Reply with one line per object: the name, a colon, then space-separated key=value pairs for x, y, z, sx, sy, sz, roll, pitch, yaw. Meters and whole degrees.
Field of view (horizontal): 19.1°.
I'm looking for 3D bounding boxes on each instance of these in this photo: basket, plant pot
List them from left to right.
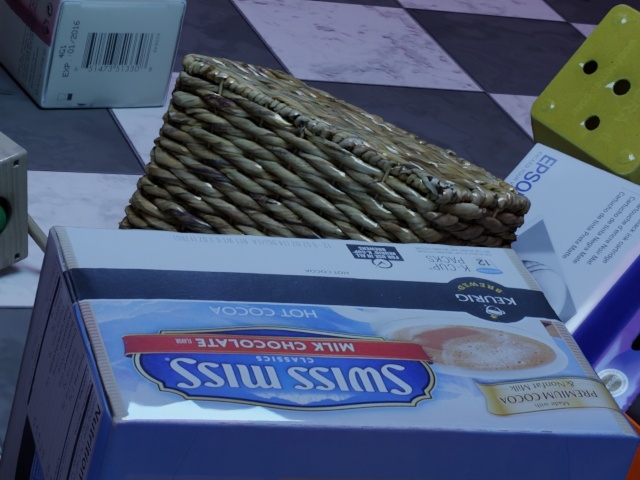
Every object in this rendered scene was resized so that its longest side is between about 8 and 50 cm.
basket: x=0.000 y=0.000 z=1.634 sx=0.299 sy=0.223 sz=0.213 roll=28 pitch=12 yaw=28
plant pot: x=0.331 y=-0.109 z=1.879 sx=0.212 sy=0.212 sz=0.187 roll=40 pitch=0 yaw=41

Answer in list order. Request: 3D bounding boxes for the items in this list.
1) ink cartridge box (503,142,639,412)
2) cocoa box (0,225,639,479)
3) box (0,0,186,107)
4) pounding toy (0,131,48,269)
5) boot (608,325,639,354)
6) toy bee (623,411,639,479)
ink cartridge box: x=0.220 y=0.033 z=1.672 sx=0.224 sy=0.045 sz=0.223 roll=26 pitch=60 yaw=31
cocoa box: x=-0.013 y=0.149 z=1.247 sx=0.347 sy=0.231 sz=0.228 roll=4 pitch=29 yaw=-21
box: x=-0.265 y=-0.245 z=2.011 sx=0.148 sy=0.127 sz=0.232 roll=-4 pitch=32 yaw=-33
pounding toy: x=-0.286 y=-0.032 z=1.600 sx=0.100 sy=0.130 sz=0.141 roll=-26 pitch=46 yaw=-37
boot: x=0.270 y=0.037 z=1.766 sx=0.178 sy=0.085 sz=0.236 roll=32 pitch=41 yaw=32
toy bee: x=0.271 y=0.231 z=1.358 sx=0.195 sy=0.298 sz=0.162 roll=-29 pitch=2 yaw=-7
